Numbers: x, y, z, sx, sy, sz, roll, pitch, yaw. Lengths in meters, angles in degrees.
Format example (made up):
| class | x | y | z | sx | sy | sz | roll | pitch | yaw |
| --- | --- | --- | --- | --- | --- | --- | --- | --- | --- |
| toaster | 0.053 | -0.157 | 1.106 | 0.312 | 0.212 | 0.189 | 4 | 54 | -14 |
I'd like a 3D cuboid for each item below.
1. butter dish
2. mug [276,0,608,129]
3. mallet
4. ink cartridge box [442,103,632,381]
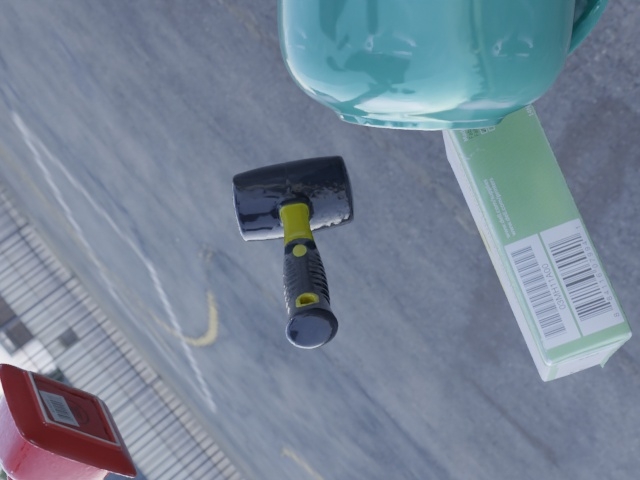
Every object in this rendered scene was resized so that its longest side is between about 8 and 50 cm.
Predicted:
| class | x | y | z | sx | sy | sz | roll | pitch | yaw |
| --- | --- | --- | --- | --- | --- | --- | --- | --- | --- |
| butter dish | -0.314 | 0.237 | 1.080 | 0.160 | 0.118 | 0.160 | 33 | -172 | -38 |
| mug | 0.059 | -0.101 | 0.417 | 0.129 | 0.157 | 0.097 | -75 | -13 | -76 |
| mallet | 0.000 | 0.000 | 0.417 | 0.190 | 0.062 | 0.039 | -123 | 21 | -70 |
| ink cartridge box | 0.139 | 0.006 | 0.626 | 0.235 | 0.056 | 0.171 | 50 | -161 | -73 |
